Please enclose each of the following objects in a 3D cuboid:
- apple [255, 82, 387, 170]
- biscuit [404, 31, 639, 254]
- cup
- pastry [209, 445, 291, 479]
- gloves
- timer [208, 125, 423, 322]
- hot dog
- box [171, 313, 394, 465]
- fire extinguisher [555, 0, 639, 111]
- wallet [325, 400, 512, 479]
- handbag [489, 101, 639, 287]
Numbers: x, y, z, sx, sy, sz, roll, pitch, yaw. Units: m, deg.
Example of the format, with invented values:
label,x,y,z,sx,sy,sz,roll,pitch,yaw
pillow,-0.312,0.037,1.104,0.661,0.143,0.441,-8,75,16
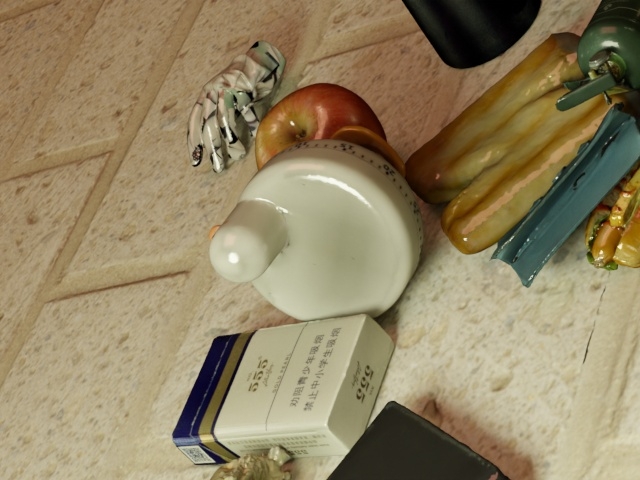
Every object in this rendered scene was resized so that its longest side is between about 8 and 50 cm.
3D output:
label,x,y,z,sx,sy,sz,roll,pitch,yaw
apple,0.004,-0.111,2.070,0.199,0.199,0.199,-28,36,23
biscuit,0.247,-0.121,1.913,0.290,0.062,0.237,-40,32,4
cup,0.216,-0.368,2.119,0.239,0.177,0.166,-23,37,29
pastry,-0.107,0.325,1.714,0.121,0.089,0.258,-59,1,24
gloves,-0.141,-0.205,2.394,0.127,0.111,0.212,15,56,48
timer,0.000,0.000,1.870,0.233,0.233,0.240,-22,17,30
hot dog,0.367,-0.070,1.716,0.250,0.076,0.104,-51,34,-15
box,-0.048,0.183,1.883,0.259,0.071,0.168,-11,45,41
fire extinguisher,0.364,-0.253,1.839,0.114,0.095,0.311,-13,29,35
wallet,0.016,0.365,1.620,0.406,0.062,0.228,-49,33,-10
handbag,0.279,-0.056,1.742,0.221,0.057,0.144,-52,1,13
